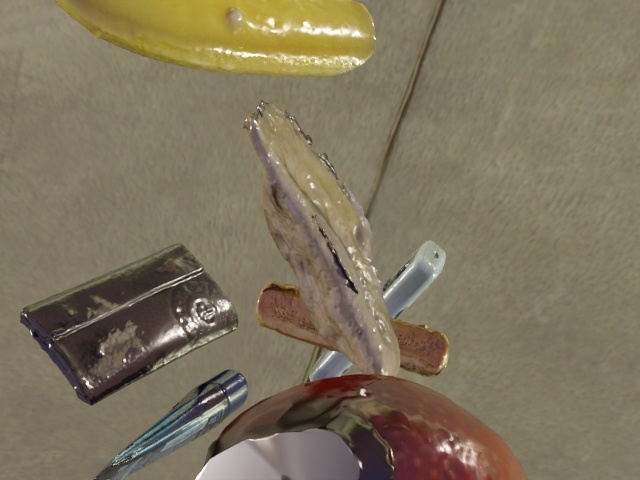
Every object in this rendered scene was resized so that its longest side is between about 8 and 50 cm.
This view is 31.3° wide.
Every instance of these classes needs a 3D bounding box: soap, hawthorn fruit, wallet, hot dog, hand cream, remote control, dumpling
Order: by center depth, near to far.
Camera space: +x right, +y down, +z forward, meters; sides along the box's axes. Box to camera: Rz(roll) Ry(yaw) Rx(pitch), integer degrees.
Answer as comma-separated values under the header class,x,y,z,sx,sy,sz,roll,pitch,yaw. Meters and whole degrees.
class,x,y,z,sx,sy,sz,roll,pitch,yaw
hawthorn fruit,0.033,0.242,0.917,0.316,0.316,0.316,1,79,-4
dumpling,-0.004,0.002,1.227,0.086,0.166,0.332,-20,102,16
soap,-0.155,-0.307,1.400,0.427,0.115,0.306,2,47,-36
hand cream,-0.208,0.262,1.535,0.061,0.120,0.270,52,46,6
hot dog,0.047,0.128,1.661,0.289,0.068,0.083,17,98,2
wallet,-0.267,0.112,1.671,0.170,0.044,0.321,53,40,11
remote control,0.090,0.125,1.873,0.056,0.140,0.296,42,110,2
